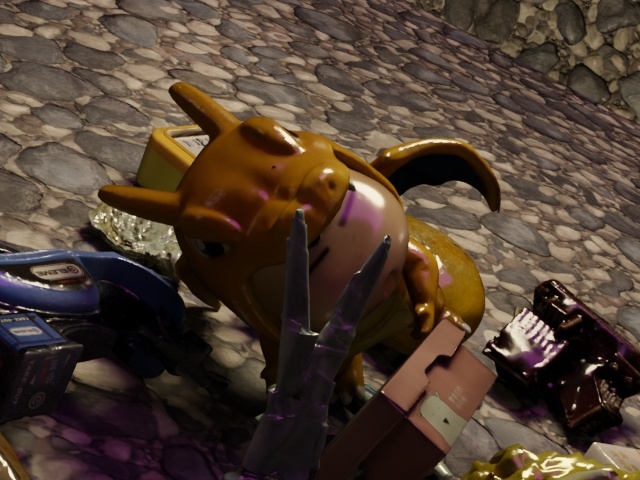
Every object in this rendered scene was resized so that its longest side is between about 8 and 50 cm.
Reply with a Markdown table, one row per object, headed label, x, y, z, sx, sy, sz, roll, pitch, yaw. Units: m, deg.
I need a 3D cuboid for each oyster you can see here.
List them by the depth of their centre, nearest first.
| label | x | y | z | sx | sy | sz | roll | pitch | yaw |
| --- | --- | --- | --- | --- | --- | --- | --- | --- | --- |
| oyster | -0.219 | -0.005 | 1.703 | 0.177 | 0.064 | 0.125 | 30 | 29 | 18 |

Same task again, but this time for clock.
| label | x | y | z | sx | sy | sz | roll | pitch | yaw |
| --- | --- | --- | --- | --- | --- | --- | --- | --- | --- |
| clock | -0.151 | -0.101 | 1.915 | 0.143 | 0.096 | 0.202 | 40 | 30 | 25 |

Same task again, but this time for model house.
| label | x | y | z | sx | sy | sz | roll | pitch | yaw |
| --- | --- | --- | --- | --- | --- | --- | --- | --- | --- |
| model house | 0.327 | 0.161 | 1.752 | 0.203 | 0.141 | 0.164 | 35 | 16 | 18 |

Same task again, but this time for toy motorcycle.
| label | x | y | z | sx | sy | sz | roll | pitch | yaw |
| --- | --- | --- | --- | --- | --- | --- | --- | --- | --- |
| toy motorcycle | -0.246 | 0.092 | 1.403 | 0.212 | 0.125 | 0.358 | 36 | 21 | 27 |

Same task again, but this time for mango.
| label | x | y | z | sx | sy | sz | roll | pitch | yaw |
| --- | --- | --- | --- | --- | --- | --- | --- | --- | --- |
| mango | 0.084 | 0.029 | 1.777 | 0.175 | 0.176 | 0.329 | -37 | 58 | -15 |

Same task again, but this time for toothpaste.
| label | x | y | z | sx | sy | sz | roll | pitch | yaw |
| --- | --- | --- | --- | --- | --- | --- | --- | --- | --- |
| toothpaste | 0.089 | 0.217 | 1.556 | 0.057 | 0.035 | 0.197 | 20 | 18 | -48 |

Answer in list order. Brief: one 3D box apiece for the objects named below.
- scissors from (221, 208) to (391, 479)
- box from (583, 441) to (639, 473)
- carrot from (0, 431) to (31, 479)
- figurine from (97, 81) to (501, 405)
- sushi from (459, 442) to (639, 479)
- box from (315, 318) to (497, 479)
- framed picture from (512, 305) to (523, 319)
| label | x | y | z | sx | sy | sz | roll | pitch | yaw |
| --- | --- | --- | --- | --- | --- | --- | --- | --- | --- |
| scissors | -0.030 | 0.162 | 1.163 | 0.256 | 0.383 | 0.029 | 9 | 12 | -25 |
| box | 0.418 | 0.319 | 1.558 | 0.233 | 0.067 | 0.149 | 16 | 26 | -40 |
| carrot | -0.338 | 0.186 | 1.141 | 0.139 | 0.138 | 0.302 | 4 | 22 | -36 |
| figurine | -0.031 | 0.019 | 1.458 | 0.387 | 0.401 | 0.268 | 44 | 40 | -47 |
| sushi | 0.221 | 0.369 | 0.933 | 0.351 | 0.396 | 0.240 | 7 | 20 | 12 |
| box | 0.065 | 0.206 | 1.335 | 0.086 | 0.215 | 0.215 | 42 | 26 | 5 |
| framed picture | 0.327 | 0.149 | 1.926 | 0.109 | 0.011 | 0.149 | 25 | 24 | 2 |
